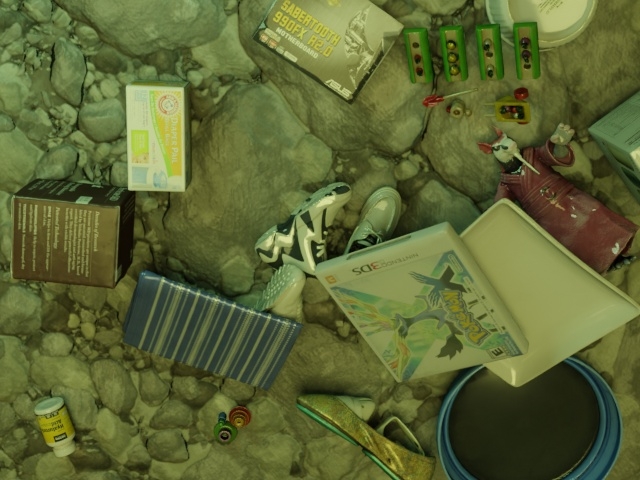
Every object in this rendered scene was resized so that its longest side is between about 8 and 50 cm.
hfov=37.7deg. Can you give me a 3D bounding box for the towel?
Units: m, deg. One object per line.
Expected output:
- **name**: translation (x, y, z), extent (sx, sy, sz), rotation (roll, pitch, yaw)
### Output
- **towel**: translation (-0.226, 0.182, 1.899), extent (0.336, 0.040, 0.243), rotation (19, 136, -7)

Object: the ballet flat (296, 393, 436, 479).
- **ballet flat**: translation (0.105, 0.403, 1.989), extent (0.348, 0.123, 0.123), rotation (39, 102, -10)

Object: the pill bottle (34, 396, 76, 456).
- **pill bottle**: translation (-0.560, 0.398, 1.998), extent (0.065, 0.065, 0.116), rotation (-15, 106, 4)

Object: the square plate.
- **square plate**: translation (0.364, 0.104, 1.786), extent (0.344, 0.049, 0.347), rotation (37, 133, -11)

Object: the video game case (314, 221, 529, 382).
- **video game case**: translation (0.195, 0.131, 1.814), extent (0.300, 0.036, 0.329), rotation (-19, 121, 33)

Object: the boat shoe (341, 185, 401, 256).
- **boat shoe**: translation (0.099, 0.002, 1.881), extent (0.079, 0.081, 0.227), rotation (25, 105, -7)

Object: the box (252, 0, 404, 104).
- **box**: translation (0.015, -0.397, 1.781), extent (0.231, 0.056, 0.183), rotation (33, 104, -9)

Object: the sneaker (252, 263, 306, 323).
- **sneaker**: translation (-0.071, 0.132, 1.886), extent (0.095, 0.090, 0.235), rotation (23, 139, -11)

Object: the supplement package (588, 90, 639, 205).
- **supplement package**: translation (0.652, -0.165, 1.704), extent (0.198, 0.263, 0.199), rotation (-36, 102, 9)

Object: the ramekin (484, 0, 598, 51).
- **ramekin**: translation (0.415, -0.451, 1.741), extent (0.207, 0.109, 0.207), rotation (0, 106, 0)

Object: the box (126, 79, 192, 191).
- **box**: translation (-0.309, -0.204, 1.809), extent (0.114, 0.103, 0.203), rotation (1, 106, 0)

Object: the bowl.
- **bowl**: translation (0.439, 0.402, 2.000), extent (0.391, 0.077, 0.391), rotation (0, 106, 0)

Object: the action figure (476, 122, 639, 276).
- **action figure**: translation (0.456, -0.086, 1.816), extent (0.248, 0.276, 0.370), rotation (-43, 78, 24)

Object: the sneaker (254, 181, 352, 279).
- **sneaker**: translation (0.000, 0.000, 1.875), extent (0.235, 0.094, 0.153), rotation (-38, 104, 10)

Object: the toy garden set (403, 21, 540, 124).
- **toy garden set**: translation (0.287, -0.302, 1.764), extent (0.244, 0.049, 0.204), rotation (1, 130, 19)

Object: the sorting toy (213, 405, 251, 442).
- **sorting toy**: translation (-0.194, 0.398, 2.012), extent (0.061, 0.042, 0.102), rotation (37, 103, -10)

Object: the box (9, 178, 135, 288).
- **box**: translation (-0.478, -0.017, 1.827), extent (0.203, 0.168, 0.167), rotation (5, 105, -2)
